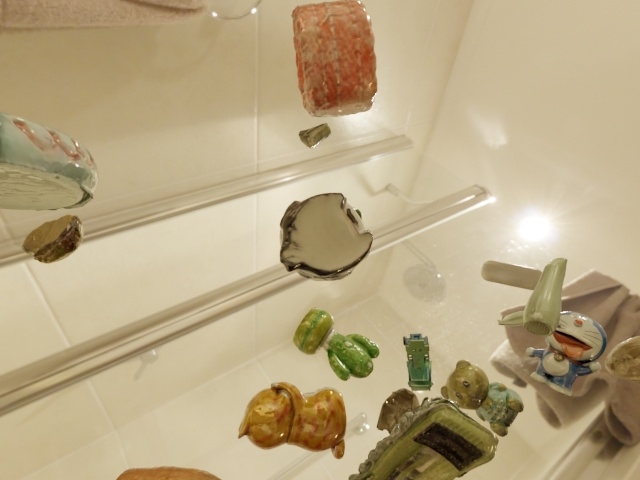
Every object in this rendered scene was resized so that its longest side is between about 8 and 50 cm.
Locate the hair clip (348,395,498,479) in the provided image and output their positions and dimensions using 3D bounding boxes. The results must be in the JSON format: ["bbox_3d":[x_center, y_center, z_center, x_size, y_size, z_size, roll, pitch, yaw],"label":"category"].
[{"bbox_3d":[0.124,0.360,0.614,0.138,0.091,0.321,35,-75,0],"label":"hair clip"}]

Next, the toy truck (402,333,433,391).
[{"bbox_3d":[0.242,0.302,0.981,0.081,0.067,0.175,-80,161,-48],"label":"toy truck"}]

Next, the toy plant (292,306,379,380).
[{"bbox_3d":[0.064,0.406,1.526,0.316,0.224,0.184,28,-55,15],"label":"toy plant"}]

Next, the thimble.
[{"bbox_3d":[0.031,-0.396,0.887,0.239,0.163,0.238,170,-90,-86],"label":"thimble"}]

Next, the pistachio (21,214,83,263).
[{"bbox_3d":[-0.488,0.006,0.736,0.173,0.089,0.049,-9,-37,31],"label":"pistachio"}]

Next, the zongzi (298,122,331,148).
[{"bbox_3d":[-0.002,-0.317,1.225,0.113,0.104,0.052,53,-14,54],"label":"zongzi"}]

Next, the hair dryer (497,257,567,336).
[{"bbox_3d":[0.535,0.167,1.038,0.076,0.206,0.237,31,-29,5],"label":"hair dryer"}]

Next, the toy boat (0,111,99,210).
[{"bbox_3d":[-0.285,-0.077,0.359,0.208,0.135,0.078,146,-65,-85],"label":"toy boat"}]

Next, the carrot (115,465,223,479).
[{"bbox_3d":[-0.243,0.410,0.659,0.205,0.072,0.072,-13,-81,18],"label":"carrot"}]

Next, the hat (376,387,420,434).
[{"bbox_3d":[0.251,0.518,1.152,0.147,0.085,0.175,-31,-72,20],"label":"hat"}]

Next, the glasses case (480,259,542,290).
[{"bbox_3d":[0.769,0.139,1.606,0.234,0.059,0.092,10,-88,14],"label":"glasses case"}]

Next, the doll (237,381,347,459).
[{"bbox_3d":[-0.061,0.442,0.999,0.166,0.270,0.162,111,-12,-59],"label":"doll"}]

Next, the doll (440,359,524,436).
[{"bbox_3d":[0.608,0.586,1.522,0.261,0.161,0.176,29,-79,13],"label":"doll"}]

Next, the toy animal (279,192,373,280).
[{"bbox_3d":[0.008,-0.006,0.932,0.267,0.213,0.212,169,-100,-88],"label":"toy animal"}]

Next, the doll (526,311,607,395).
[{"bbox_3d":[0.761,0.344,1.245,0.215,0.161,0.256,22,-94,52],"label":"doll"}]

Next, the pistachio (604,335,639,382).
[{"bbox_3d":[0.996,0.365,1.228,0.135,0.136,0.226,58,-35,18],"label":"pistachio"}]
